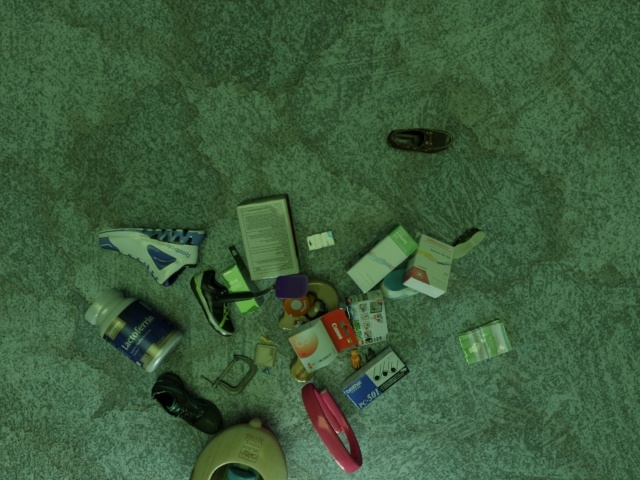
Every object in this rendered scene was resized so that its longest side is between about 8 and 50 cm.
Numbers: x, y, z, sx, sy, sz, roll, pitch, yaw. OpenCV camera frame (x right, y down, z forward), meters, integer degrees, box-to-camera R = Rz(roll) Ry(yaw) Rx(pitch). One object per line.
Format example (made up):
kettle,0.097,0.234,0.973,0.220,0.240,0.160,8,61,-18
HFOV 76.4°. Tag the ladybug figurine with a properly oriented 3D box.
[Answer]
ladybug figurine,-0.257,0.769,1.299,0.305,0.162,0.449,20,95,0

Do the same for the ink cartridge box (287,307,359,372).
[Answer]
ink cartridge box,0.012,0.300,1.213,0.179,0.045,0.145,-24,112,5

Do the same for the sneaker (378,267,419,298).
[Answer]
sneaker,0.290,0.132,1.285,0.228,0.092,0.087,-5,62,-17

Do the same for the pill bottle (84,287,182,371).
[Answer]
pill bottle,-0.581,0.274,1.270,0.264,0.153,0.153,37,94,-2

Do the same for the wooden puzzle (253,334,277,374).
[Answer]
wooden puzzle,-0.181,0.377,1.339,0.078,0.014,0.116,16,86,2

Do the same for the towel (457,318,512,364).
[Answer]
towel,0.536,0.333,1.326,0.152,0.023,0.113,-20,93,2

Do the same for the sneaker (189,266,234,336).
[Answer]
sneaker,-0.325,0.194,1.295,0.097,0.084,0.235,-30,93,2

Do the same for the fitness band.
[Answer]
fitness band,0.038,0.569,1.257,0.054,0.209,0.291,-33,94,2

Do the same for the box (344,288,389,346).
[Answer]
box,0.147,0.245,1.262,0.114,0.036,0.207,-12,129,1

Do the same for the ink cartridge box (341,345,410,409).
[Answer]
ink cartridge box,0.178,0.446,1.322,0.207,0.046,0.097,-39,101,3

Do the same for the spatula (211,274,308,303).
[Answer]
spatula,-0.182,0.154,1.194,0.296,0.084,0.030,-12,137,10

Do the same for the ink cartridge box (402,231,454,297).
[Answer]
ink cartridge box,0.334,0.059,1.240,0.115,0.067,0.198,23,61,-3

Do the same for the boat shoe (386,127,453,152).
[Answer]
boat shoe,0.311,-0.309,1.256,0.207,0.073,0.073,-1,93,0

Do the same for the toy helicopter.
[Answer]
toy helicopter,-0.020,0.291,1.298,0.235,0.140,0.355,7,105,-9

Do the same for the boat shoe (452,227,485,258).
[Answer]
boat shoe,0.458,0.010,1.295,0.133,0.042,0.049,-38,118,4

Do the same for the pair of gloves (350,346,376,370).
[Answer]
pair of gloves,0.142,0.391,1.341,0.083,0.010,0.074,-7,94,0

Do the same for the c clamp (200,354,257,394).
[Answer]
c clamp,-0.295,0.441,1.344,0.137,0.022,0.161,43,93,-4

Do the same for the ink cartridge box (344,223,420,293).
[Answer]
ink cartridge box,0.181,0.051,1.242,0.212,0.154,0.093,-43,91,4

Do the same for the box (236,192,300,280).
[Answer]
box,-0.153,-0.014,1.238,0.148,0.127,0.232,-9,104,0

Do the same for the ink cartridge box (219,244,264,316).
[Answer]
ink cartridge box,-0.257,0.123,1.276,0.062,0.109,0.209,-27,94,2

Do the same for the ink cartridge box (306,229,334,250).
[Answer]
ink cartridge box,0.000,0.000,1.304,0.083,0.028,0.048,-13,94,1

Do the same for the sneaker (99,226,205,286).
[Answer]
sneaker,-0.522,0.051,1.265,0.315,0.127,0.182,1,92,-1

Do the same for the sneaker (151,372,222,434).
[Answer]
sneaker,-0.438,0.547,1.314,0.267,0.106,0.101,39,93,-4
